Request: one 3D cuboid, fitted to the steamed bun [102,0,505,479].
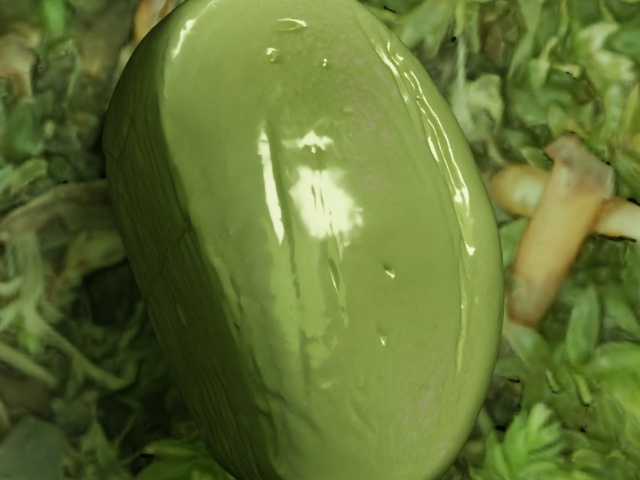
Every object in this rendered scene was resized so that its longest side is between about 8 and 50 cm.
[{"bbox_3d":[0.000,0.000,0.907,0.155,0.200,0.250,-21,88,-16],"label":"steamed bun"}]
